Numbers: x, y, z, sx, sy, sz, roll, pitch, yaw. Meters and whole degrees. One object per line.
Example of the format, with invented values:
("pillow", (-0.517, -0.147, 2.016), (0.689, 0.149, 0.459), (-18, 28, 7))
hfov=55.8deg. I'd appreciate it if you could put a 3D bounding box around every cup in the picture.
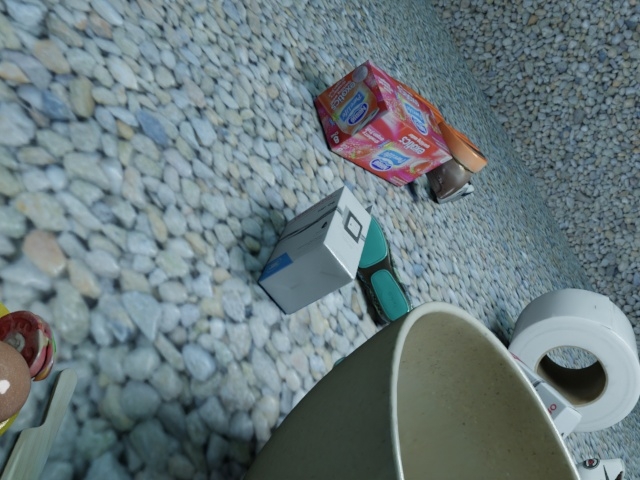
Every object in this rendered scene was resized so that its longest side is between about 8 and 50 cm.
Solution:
("cup", (0.056, 0.245, 0.480), (0.331, 0.237, 0.331), (40, 34, -34))

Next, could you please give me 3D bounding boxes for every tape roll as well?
("tape roll", (0.508, 0.238, 1.225), (0.246, 0.246, 0.169), (59, 29, -2))

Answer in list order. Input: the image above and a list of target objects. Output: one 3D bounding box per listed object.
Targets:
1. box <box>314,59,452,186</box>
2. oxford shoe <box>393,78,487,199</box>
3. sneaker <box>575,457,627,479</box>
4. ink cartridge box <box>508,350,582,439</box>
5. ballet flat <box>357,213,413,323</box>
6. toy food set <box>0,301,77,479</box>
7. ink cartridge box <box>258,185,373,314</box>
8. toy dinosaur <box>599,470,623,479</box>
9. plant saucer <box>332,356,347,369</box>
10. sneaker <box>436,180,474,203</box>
("box", (0.123, -0.207, 1.131), (0.257, 0.128, 0.122), (18, 49, -52))
("oxford shoe", (0.205, -0.235, 1.320), (0.130, 0.133, 0.364), (21, 28, -40))
("sneaker", (0.621, 0.576, 1.203), (0.330, 0.146, 0.122), (57, 27, -10))
("ink cartridge box", (0.318, 0.263, 0.968), (0.063, 0.109, 0.150), (35, 7, -39))
("ballet flat", (0.086, 0.044, 0.921), (0.070, 0.070, 0.188), (10, 57, -56))
("toy food set", (-0.226, 0.059, 0.365), (0.218, 0.071, 0.128), (47, 31, -24))
("ink cartridge box", (0.000, 0.000, 0.760), (0.060, 0.104, 0.180), (49, 29, -18))
("toy dinosaur", (0.269, 0.367, 0.816), (0.127, 0.200, 0.296), (-9, 114, -56))
("plant saucer", (0.058, 0.199, 0.756), (0.119, 0.021, 0.119), (40, 34, -34))
("sneaker", (0.294, -0.155, 1.430), (0.121, 0.079, 0.217), (61, 19, 9))
